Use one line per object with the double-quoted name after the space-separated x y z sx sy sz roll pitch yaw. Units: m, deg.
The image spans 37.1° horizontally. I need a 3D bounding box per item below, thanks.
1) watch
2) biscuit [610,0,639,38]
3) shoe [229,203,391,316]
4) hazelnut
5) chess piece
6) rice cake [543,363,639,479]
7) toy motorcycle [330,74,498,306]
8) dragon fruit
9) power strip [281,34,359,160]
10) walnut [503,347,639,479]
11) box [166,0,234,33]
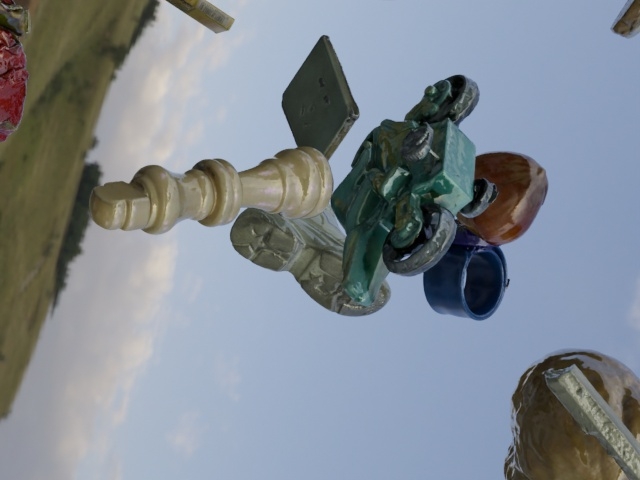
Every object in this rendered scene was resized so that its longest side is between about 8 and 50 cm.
0.295 0.056 1.934 0.171 0.196 0.200 6 -84 52 "watch"
0.518 -0.400 1.435 0.208 0.049 0.181 -53 176 -24 "biscuit"
0.000 0.000 1.879 0.132 0.342 0.210 -52 -167 36 "shoe"
0.327 -0.089 1.750 0.182 0.182 0.182 -44 -142 50 "hazelnut"
-0.159 -0.072 1.413 0.117 0.397 0.117 10 -76 45 "chess piece"
0.461 0.306 1.552 0.057 0.256 0.052 -37 -177 45 "rice cake"
0.082 -0.060 1.027 0.198 0.109 0.296 -32 -151 33 "toy motorcycle"
-0.577 -0.325 1.462 0.205 0.317 0.152 -55 171 3 "dragon fruit"
0.013 -0.253 1.815 0.213 0.064 0.198 -50 -127 51 "power strip"
0.517 0.388 1.825 0.381 0.381 0.381 -44 -142 50 "walnut"
-0.198 -0.344 1.346 0.023 0.155 0.087 -59 -160 1 "box"
